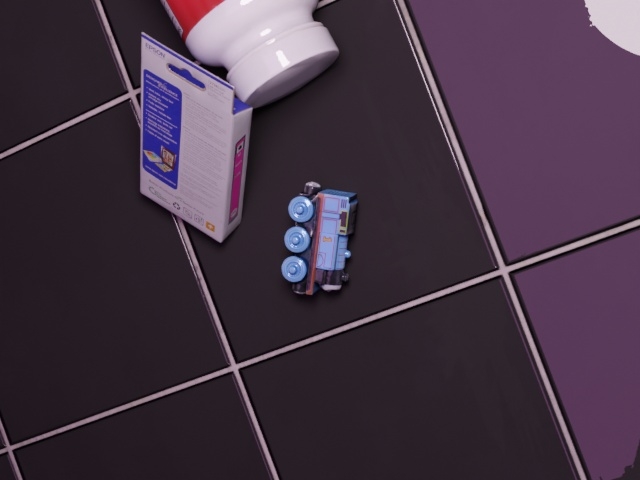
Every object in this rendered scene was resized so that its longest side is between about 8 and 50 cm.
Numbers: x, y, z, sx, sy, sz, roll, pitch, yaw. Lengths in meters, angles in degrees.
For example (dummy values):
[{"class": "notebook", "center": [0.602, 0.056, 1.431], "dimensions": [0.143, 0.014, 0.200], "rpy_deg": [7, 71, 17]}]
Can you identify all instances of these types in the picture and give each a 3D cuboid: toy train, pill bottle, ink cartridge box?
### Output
[{"class": "toy train", "center": [0.000, 0.000, 2.038], "dimensions": [0.105, 0.080, 0.184], "rpy_deg": [9, 99, 15]}, {"class": "pill bottle", "center": [-0.145, -0.420, 1.964], "dimensions": [0.229, 0.229, 0.408], "rpy_deg": [-32, 84, 22]}, {"class": "ink cartridge box", "center": [-0.199, -0.164, 1.992], "dimensions": [0.175, 0.069, 0.371], "rpy_deg": [32, 147, 16]}]
